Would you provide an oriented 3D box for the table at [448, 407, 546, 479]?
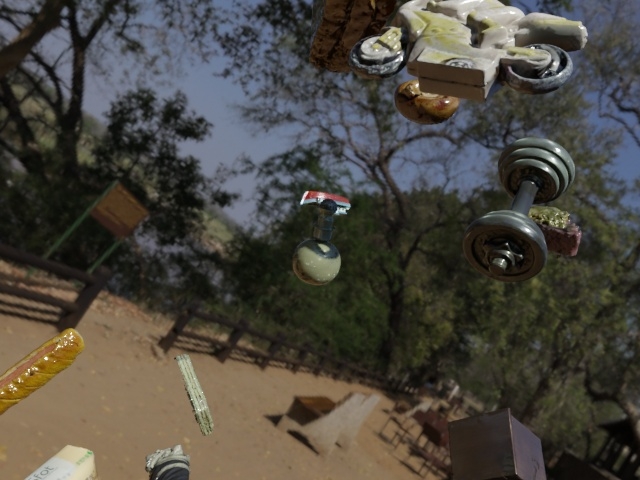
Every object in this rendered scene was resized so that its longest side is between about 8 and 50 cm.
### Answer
[{"bbox_3d":[0.442,0.543,1.751,0.169,0.172,0.193,-23,-46,30],"label":"table"}]

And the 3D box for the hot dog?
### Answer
[{"bbox_3d":[-0.638,0.301,1.525,0.061,0.286,0.087,38,-20,32],"label":"hot dog"}]

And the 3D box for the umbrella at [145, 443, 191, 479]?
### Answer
[{"bbox_3d":[-0.340,0.591,1.575,0.113,0.106,0.357,-9,16,-10],"label":"umbrella"}]

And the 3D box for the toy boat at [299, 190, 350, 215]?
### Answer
[{"bbox_3d":[0.011,-0.107,2.096,0.173,0.058,0.069,11,-12,-33],"label":"toy boat"}]

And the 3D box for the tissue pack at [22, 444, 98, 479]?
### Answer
[{"bbox_3d":[-0.533,0.530,1.361,0.090,0.186,0.222,13,24,22],"label":"tissue pack"}]

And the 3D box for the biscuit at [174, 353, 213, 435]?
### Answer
[{"bbox_3d":[-0.363,0.425,2.006,0.147,0.046,0.250,85,-20,-46],"label":"biscuit"}]

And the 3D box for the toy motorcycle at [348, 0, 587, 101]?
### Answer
[{"bbox_3d":[0.226,-0.307,1.083,0.341,0.222,0.107,14,-36,25],"label":"toy motorcycle"}]

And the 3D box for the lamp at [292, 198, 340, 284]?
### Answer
[{"bbox_3d":[0.000,0.000,1.307,0.091,0.163,0.091,9,18,-3],"label":"lamp"}]

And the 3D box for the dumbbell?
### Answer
[{"bbox_3d":[0.439,-0.073,1.544,0.179,0.406,0.179,18,-41,16],"label":"dumbbell"}]

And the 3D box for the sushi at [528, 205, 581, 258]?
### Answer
[{"bbox_3d":[0.596,-0.031,1.905,0.162,0.107,0.241,2,22,3],"label":"sushi"}]

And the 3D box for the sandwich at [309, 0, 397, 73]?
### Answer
[{"bbox_3d":[0.057,-0.512,1.294,0.131,0.325,0.262,6,-16,-8],"label":"sandwich"}]

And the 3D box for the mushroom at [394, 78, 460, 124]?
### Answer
[{"bbox_3d":[0.201,-0.267,1.316,0.127,0.127,0.087,31,-44,34],"label":"mushroom"}]
